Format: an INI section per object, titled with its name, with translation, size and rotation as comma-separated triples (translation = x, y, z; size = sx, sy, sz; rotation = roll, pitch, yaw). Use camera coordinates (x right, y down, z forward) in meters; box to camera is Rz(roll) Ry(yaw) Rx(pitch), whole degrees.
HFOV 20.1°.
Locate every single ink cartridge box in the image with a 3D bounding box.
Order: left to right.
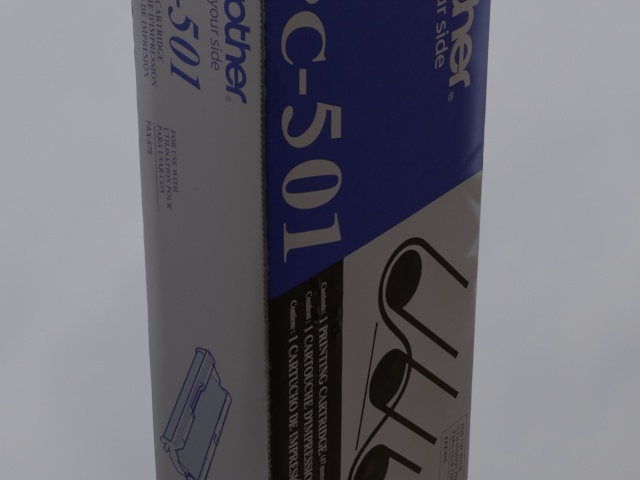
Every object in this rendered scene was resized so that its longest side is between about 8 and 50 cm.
[ink cartridge box]
translation = 0.000, 0.000, 0.487
size = 0.097, 0.046, 0.207
rotation = -31, -49, -43
